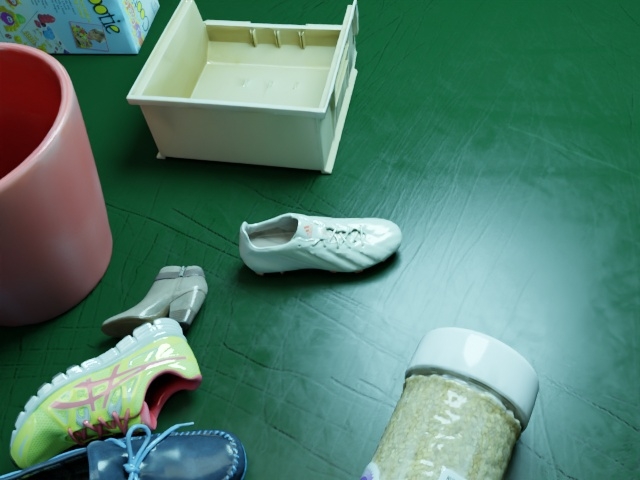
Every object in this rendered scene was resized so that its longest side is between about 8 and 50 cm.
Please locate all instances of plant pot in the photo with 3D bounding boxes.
[{"bbox_3d":[-0.373,-0.044,0.747,0.274,0.243,0.275,-3,53,4],"label":"plant pot"}]

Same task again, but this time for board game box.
[{"bbox_3d":[-0.437,-0.413,1.099,0.275,0.144,0.142,3,53,8],"label":"board game box"}]

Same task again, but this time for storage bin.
[{"bbox_3d":[-0.090,-0.236,0.936,0.262,0.123,0.261,6,54,11],"label":"storage bin"}]

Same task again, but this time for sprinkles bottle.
[{"bbox_3d":[0.075,0.247,0.550,0.121,0.121,0.356,19,58,20],"label":"sprinkles bottle"}]

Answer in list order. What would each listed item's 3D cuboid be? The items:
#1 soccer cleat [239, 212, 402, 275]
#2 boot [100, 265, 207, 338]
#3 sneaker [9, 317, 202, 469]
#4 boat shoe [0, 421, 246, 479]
[{"bbox_3d":[0.000,0.000,0.774,0.196,0.076,0.068,-7,52,1],"label":"soccer cleat"},{"bbox_3d":[-0.191,0.069,0.772,0.118,0.042,0.087,-3,46,3],"label":"boot"},{"bbox_3d":[-0.214,0.169,0.670,0.208,0.082,0.094,-36,62,-19],"label":"sneaker"},{"bbox_3d":[-0.197,0.237,0.608,0.258,0.089,0.109,-19,53,-8],"label":"boat shoe"}]
